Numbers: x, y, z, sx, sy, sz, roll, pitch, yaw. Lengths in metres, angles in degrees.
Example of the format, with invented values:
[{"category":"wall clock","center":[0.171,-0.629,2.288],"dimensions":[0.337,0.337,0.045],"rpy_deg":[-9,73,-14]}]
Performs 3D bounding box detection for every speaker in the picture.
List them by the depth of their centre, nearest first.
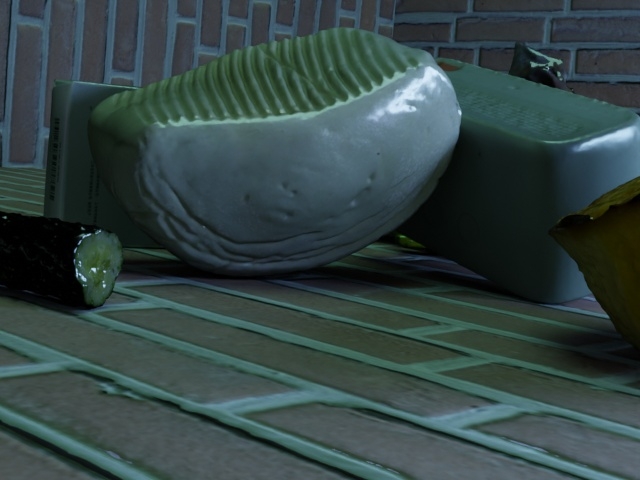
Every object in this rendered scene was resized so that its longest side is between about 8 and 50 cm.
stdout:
[{"category":"speaker","center":[0.204,-0.090,1.304],"dimensions":[0.183,0.184,0.406],"rpy_deg":[-19,28,-27]}]

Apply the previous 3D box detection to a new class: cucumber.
[{"category":"cucumber","center":[-0.295,0.007,0.967],"dimensions":[0.300,0.072,0.072],"rpy_deg":[7,6,36]}]

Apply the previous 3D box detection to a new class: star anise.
[{"category":"star anise","center":[0.330,-0.145,1.501],"dimensions":[0.108,0.315,0.315],"rpy_deg":[-24,-8,26]}]

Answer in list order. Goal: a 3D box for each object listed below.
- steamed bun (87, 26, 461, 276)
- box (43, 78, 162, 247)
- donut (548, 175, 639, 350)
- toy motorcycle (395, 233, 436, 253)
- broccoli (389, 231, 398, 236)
[{"category":"steamed bun","center":[-0.047,-0.079,1.197],"dimensions":[0.383,0.236,0.247],"rpy_deg":[-18,27,-19]},{"category":"box","center":[-0.195,-0.094,1.393],"dimensions":[0.299,0.200,0.106],"rpy_deg":[3,7,-25]},{"category":"donut","center":[0.396,-0.023,0.897],"dimensions":[0.377,0.164,0.435],"rpy_deg":[-24,-1,24]},{"category":"toy motorcycle","center":[0.267,-0.043,1.611],"dimensions":[0.342,0.142,0.206],"rpy_deg":[5,5,-18]},{"category":"broccoli","center":[0.090,-0.078,1.782],"dimensions":[0.245,0.248,0.288],"rpy_deg":[-31,7,15]}]
